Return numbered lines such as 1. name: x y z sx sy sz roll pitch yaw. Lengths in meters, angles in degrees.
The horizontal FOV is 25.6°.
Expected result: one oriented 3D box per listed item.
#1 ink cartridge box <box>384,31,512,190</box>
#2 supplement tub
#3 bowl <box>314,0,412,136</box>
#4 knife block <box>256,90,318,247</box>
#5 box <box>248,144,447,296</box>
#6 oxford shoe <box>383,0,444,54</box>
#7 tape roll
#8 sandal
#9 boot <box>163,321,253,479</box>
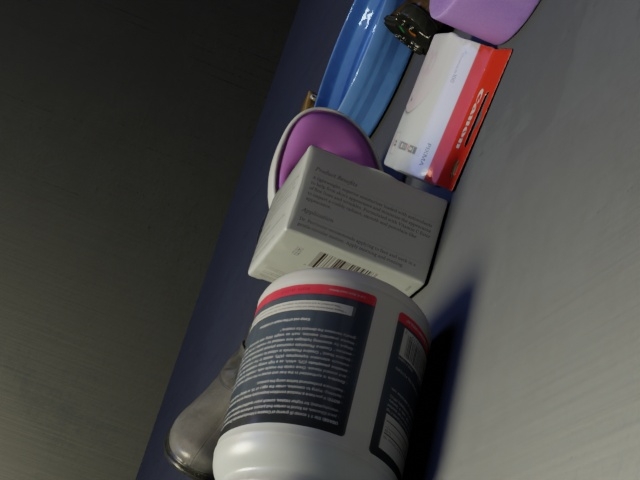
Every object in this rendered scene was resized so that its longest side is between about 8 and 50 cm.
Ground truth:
1. ink cartridge box: 0.153 -0.165 1.767 0.232 0.066 0.189 -121 53 -83
2. supplement tub: 0.000 0.183 1.440 0.191 0.191 0.272 126 163 -56
3. bowl: 0.088 -0.328 2.412 0.391 0.077 0.391 -158 90 -80
4. knife block: -0.041 -0.105 2.600 0.276 0.088 0.242 -79 15 -45
5. box: 0.030 -0.003 1.707 0.182 0.181 0.119 131 159 -65
6. oxford shoe: 0.156 -0.334 2.099 0.096 0.083 0.227 -50 9 -5
7. tape roll: 0.229 -0.380 1.706 0.275 0.090 0.275 -159 90 -80
8. sandal: 0.015 0.002 1.868 0.102 0.169 0.416 125 152 -64
9. boot: -0.110 0.192 2.075 0.223 0.118 0.338 -63 -3 28
